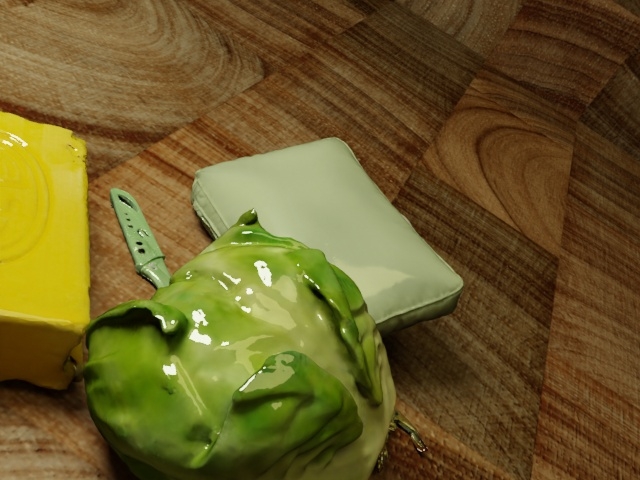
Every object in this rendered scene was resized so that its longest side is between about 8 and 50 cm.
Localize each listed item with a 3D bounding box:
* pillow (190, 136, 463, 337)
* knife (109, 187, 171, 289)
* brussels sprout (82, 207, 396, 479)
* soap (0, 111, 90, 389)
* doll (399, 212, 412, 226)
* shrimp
[{"bbox_3d":[0.000,0.000,1.004,0.256,0.119,0.322,-17,53,-26],"label":"pillow"},{"bbox_3d":[-0.193,0.036,0.909,0.043,0.019,0.293,2,42,-38],"label":"knife"},{"bbox_3d":[-0.062,0.122,0.717,0.294,0.227,0.259,35,45,-12],"label":"brussels sprout"},{"bbox_3d":[-0.331,-0.011,0.774,0.204,0.096,0.324,13,36,-29],"label":"soap"},{"bbox_3d":[0.068,-0.025,1.193,0.160,0.059,0.161,18,33,-23],"label":"doll"},{"bbox_3d":[0.087,0.229,0.890,0.083,0.023,0.114,30,27,-10],"label":"shrimp"}]
